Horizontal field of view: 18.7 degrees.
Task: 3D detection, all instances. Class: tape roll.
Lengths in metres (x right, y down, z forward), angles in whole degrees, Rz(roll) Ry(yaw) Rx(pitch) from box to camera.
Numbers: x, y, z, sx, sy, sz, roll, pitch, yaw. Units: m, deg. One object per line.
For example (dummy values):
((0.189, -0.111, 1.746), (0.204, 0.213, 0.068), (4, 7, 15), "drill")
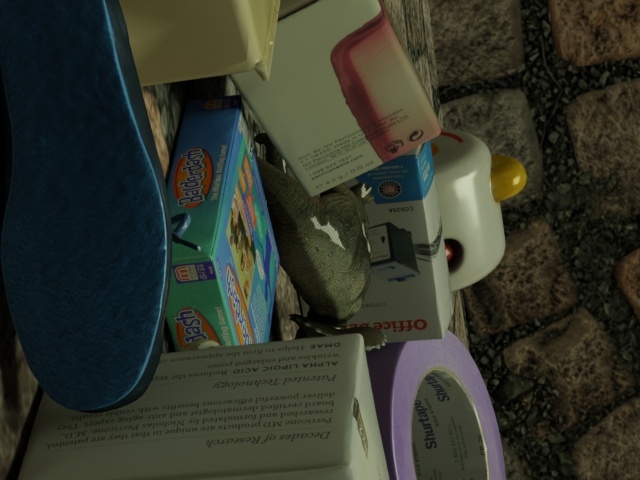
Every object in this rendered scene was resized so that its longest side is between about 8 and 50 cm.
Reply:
((0.094, 0.225, 1.957), (0.275, 0.090, 0.274), (33, 52, -55), "tape roll")

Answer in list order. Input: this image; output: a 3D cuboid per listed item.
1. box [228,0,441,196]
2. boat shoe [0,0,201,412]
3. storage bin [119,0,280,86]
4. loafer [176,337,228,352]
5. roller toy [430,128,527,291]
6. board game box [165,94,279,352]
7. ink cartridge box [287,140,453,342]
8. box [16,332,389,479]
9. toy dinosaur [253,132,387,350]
((-0.011, -0.166, 1.512), (0.232, 0.127, 0.148), (57, 10, -58), "box")
((-0.116, -0.036, 1.039), (0.089, 0.109, 0.258), (54, 33, -78), "boat shoe")
((-0.106, -0.265, 1.196), (0.260, 0.123, 0.262), (-86, 166, -51), "storage bin")
((-0.063, 0.197, 1.265), (0.111, 0.112, 0.319), (-46, 142, -28), "loafer")
((0.091, -0.034, 2.004), (0.191, 0.209, 0.146), (-32, 119, -44), "roller toy")
((-0.074, 0.015, 1.432), (0.210, 0.047, 0.160), (-84, 165, -55), "board game box")
((0.046, 0.001, 1.878), (0.082, 0.140, 0.190), (-65, 148, -67), "ink cartridge box")
((-0.052, 0.162, 1.055), (0.119, 0.182, 0.181), (-83, 164, -56), "box")
((0.000, 0.000, 1.679), (0.313, 0.121, 0.160), (79, -4, -50), "toy dinosaur")
